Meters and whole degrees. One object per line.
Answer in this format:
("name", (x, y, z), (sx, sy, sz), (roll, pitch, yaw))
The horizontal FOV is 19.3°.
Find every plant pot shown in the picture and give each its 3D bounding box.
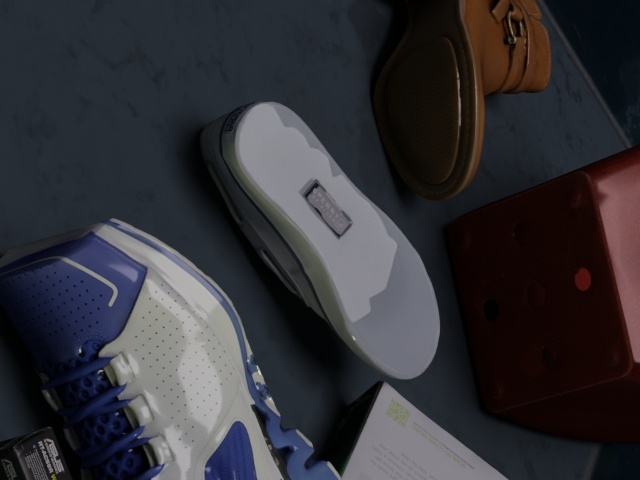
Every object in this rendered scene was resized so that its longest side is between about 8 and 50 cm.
("plant pot", (0.271, 0.042, 1.702), (0.235, 0.267, 0.267), (-1, 76, -41))

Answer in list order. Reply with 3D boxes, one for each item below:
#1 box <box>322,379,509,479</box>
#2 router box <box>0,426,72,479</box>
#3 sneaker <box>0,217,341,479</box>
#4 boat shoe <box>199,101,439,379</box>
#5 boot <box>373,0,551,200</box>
("box", (0.072, 0.288, 1.415), (0.232, 0.058, 0.322), (39, 42, -10))
("router box", (-0.183, 0.182, 1.142), (0.038, 0.092, 0.122), (-26, 96, -55))
("sneaker", (-0.107, 0.150, 1.228), (0.315, 0.127, 0.182), (54, 40, -21))
("boat shoe", (0.000, 0.000, 1.480), (0.095, 0.084, 0.258), (-41, 108, -27))
("boot", (0.139, -0.156, 1.746), (0.220, 0.109, 0.283), (17, 54, -54))
